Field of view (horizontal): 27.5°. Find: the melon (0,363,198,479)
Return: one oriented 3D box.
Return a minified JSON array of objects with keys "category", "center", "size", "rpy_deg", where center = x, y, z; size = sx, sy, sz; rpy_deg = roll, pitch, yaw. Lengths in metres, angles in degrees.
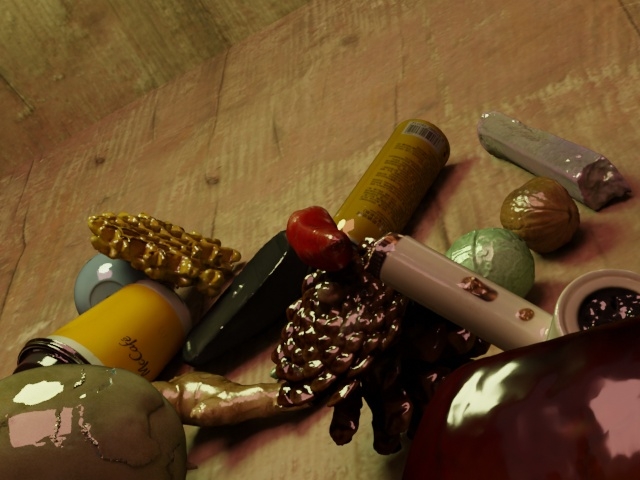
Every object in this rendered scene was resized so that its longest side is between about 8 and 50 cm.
[{"category":"melon","center":[-0.326,0.297,1.723],"size":[0.330,0.268,0.268],"rpy_deg":[-6,28,7]}]

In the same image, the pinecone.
[{"category":"pinecone","center":[0.086,0.137,1.551],"size":[0.264,0.264,0.264],"rpy_deg":[-27,24,13]}]

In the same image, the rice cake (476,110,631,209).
[{"category":"rice cake","center":[0.333,-0.126,1.963],"size":[0.064,0.070,0.399],"rpy_deg":[-39,23,-4]}]

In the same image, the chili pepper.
[{"category":"chili pepper","center":[0.000,0.000,1.519],"size":[0.063,0.071,0.272],"rpy_deg":[-47,13,0]}]

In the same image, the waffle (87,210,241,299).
[{"category":"waffle","center":[-0.269,0.019,2.200],"size":[0.293,0.259,0.069],"rpy_deg":[-49,-20,-81]}]

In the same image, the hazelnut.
[{"category":"hazelnut","center":[0.276,0.228,1.009],"size":[0.429,0.402,0.402],"rpy_deg":[-21,26,16]}]

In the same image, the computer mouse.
[{"category":"computer mouse","center":[-0.098,0.100,2.049],"size":[0.295,0.087,0.168],"rpy_deg":[-47,15,5]}]

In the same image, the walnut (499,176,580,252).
[{"category":"walnut","center":[0.298,-0.035,1.791],"size":[0.105,0.105,0.124],"rpy_deg":[-41,24,-18]}]

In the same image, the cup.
[{"category":"cup","center":[-0.336,0.186,2.067],"size":[0.196,0.196,0.279],"rpy_deg":[-8,24,44]}]

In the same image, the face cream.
[{"category":"face cream","center":[0.096,-0.056,2.078],"size":[0.105,0.105,0.349],"rpy_deg":[-12,31,40]}]

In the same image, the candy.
[{"category":"candy","center":[0.102,0.106,1.797],"size":[0.440,0.119,0.119],"rpy_deg":[-29,22,31]}]

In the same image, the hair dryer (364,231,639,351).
[{"category":"hair dryer","center":[0.189,0.080,1.362],"size":[0.362,0.203,0.128],"rpy_deg":[30,59,20]}]

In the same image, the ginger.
[{"category":"ginger","center":[-0.142,0.224,1.843],"size":[0.333,0.081,0.148],"rpy_deg":[-3,-7,28]}]

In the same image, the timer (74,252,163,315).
[{"category":"timer","center":[-0.347,0.067,2.319],"size":[0.175,0.175,0.255],"rpy_deg":[-25,27,17]}]
